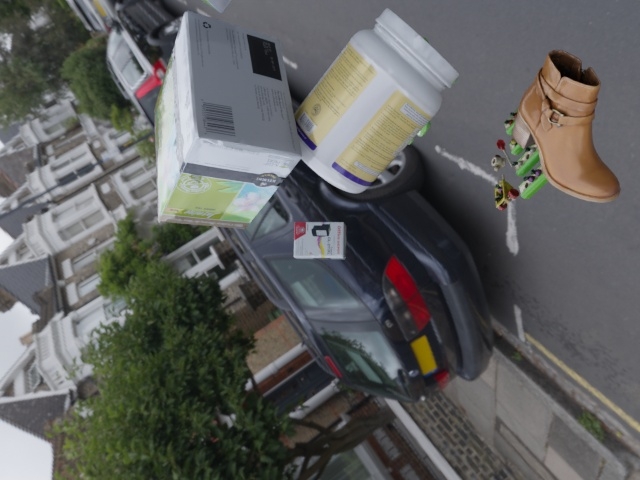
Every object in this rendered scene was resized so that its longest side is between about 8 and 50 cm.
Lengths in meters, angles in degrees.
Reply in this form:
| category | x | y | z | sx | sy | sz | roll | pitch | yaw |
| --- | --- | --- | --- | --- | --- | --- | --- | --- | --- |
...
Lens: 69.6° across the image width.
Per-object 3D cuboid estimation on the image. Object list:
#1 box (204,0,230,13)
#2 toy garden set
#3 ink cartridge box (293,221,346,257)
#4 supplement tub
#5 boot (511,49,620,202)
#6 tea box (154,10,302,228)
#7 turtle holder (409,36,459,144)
| category | x | y | z | sx | sy | sz | roll | pitch | yaw |
| --- | --- | --- | --- | --- | --- | --- | --- | --- | --- |
| box | -0.226 | -0.653 | 0.921 | 0.231 | 0.262 | 0.127 | 31 | -167 | -48 |
| toy garden set | 0.498 | -0.216 | 1.195 | 0.204 | 0.049 | 0.244 | 114 | 160 | -60 |
| ink cartridge box | 0.000 | 0.000 | 1.609 | 0.072 | 0.175 | 0.128 | 37 | -127 | -79 |
| supplement tub | 0.107 | -0.294 | 1.005 | 0.241 | 0.331 | 0.241 | 35 | -156 | -18 |
| boot | 0.525 | -0.230 | 0.933 | 0.220 | 0.109 | 0.283 | 87 | 157 | -58 |
| tea box | -0.227 | -0.244 | 1.027 | 0.323 | 0.220 | 0.329 | -44 | 50 | 50 |
| turtle holder | 0.231 | -0.423 | 1.301 | 0.227 | 0.243 | 0.320 | 32 | -164 | -4 |
